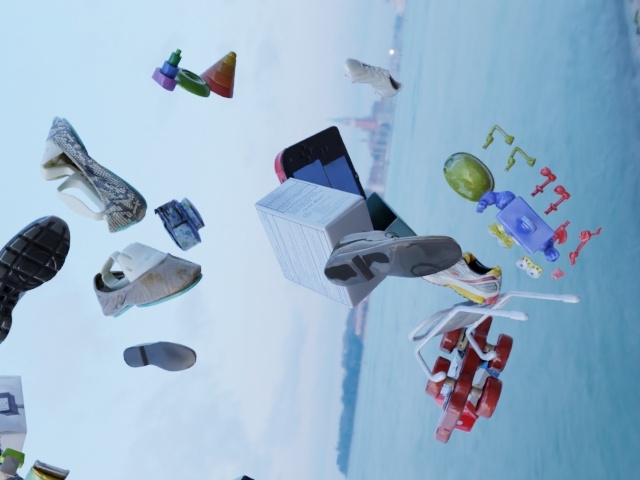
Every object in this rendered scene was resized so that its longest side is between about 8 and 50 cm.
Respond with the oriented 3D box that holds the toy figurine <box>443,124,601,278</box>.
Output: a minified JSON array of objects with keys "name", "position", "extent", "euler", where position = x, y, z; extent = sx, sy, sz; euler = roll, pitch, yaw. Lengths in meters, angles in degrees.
[{"name":"toy figurine","position":[0.423,-0.074,1.342],"extent":[0.191,0.362,0.217],"euler":[-41,-4,14]}]

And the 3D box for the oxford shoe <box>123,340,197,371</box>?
[{"name":"oxford shoe","position":[-0.388,0.278,1.608],"extent":[0.076,0.212,0.076],"euler":[-21,-72,-62]}]

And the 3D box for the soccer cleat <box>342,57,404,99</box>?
[{"name":"soccer cleat","position":[0.140,-0.442,1.717],"extent":[0.196,0.076,0.068],"euler":[21,-123,-40]}]

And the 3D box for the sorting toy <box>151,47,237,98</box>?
[{"name":"sorting toy","position":[-0.328,-0.481,1.791],"extent":[0.126,0.127,0.365],"euler":[-56,-11,20]}]

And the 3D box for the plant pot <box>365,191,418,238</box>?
[{"name":"plant pot","position":[0.226,-0.007,2.103],"extent":[0.165,0.234,0.166],"euler":[-47,40,11]}]

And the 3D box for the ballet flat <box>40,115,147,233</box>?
[{"name":"ballet flat","position":[-0.728,-0.197,1.943],"extent":[0.182,0.483,0.164],"euler":[-36,-21,-29]}]

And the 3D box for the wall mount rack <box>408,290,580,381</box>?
[{"name":"wall mount rack","position":[0.374,0.180,1.414],"extent":[0.130,0.350,0.304],"euler":[58,134,24]}]

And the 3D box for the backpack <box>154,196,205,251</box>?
[{"name":"backpack","position":[-0.303,-0.038,1.422],"extent":[0.114,0.084,0.105],"euler":[62,172,-7]}]

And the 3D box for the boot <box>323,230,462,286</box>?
[{"name":"boot","position":[0.155,0.015,1.385],"extent":[0.112,0.305,0.115],"euler":[60,-146,-36]}]

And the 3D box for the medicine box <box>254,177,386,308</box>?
[{"name":"medicine box","position":[0.000,0.000,1.705],"extent":[0.149,0.289,0.263],"euler":[-39,-52,-27]}]

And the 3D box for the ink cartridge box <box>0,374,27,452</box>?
[{"name":"ink cartridge box","position":[-0.898,0.519,1.803],"extent":[0.237,0.100,0.172],"euler":[49,123,50]}]

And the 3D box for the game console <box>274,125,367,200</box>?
[{"name":"game console","position":[0.027,-0.160,2.130],"extent":[0.342,0.060,0.386],"euler":[-33,-75,-42]}]

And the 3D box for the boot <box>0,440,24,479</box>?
[{"name":"boot","position":[-0.620,0.445,1.256],"extent":[0.091,0.229,0.263],"euler":[-25,-53,-44]}]

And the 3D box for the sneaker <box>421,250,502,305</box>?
[{"name":"sneaker","position":[0.295,0.054,1.419],"extent":[0.088,0.225,0.093],"euler":[-34,-39,-56]}]

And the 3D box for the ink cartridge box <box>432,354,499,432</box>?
[{"name":"ink cartridge box","position":[0.448,0.469,2.009],"extent":[0.078,0.134,0.231],"euler":[50,-119,-28]}]

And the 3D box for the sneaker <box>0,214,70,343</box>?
[{"name":"sneaker","position":[-0.527,0.059,1.078],"extent":[0.267,0.106,0.101],"euler":[-52,-47,-2]}]

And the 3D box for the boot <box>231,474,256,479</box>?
[{"name":"boot","position":[-0.193,0.757,1.631],"extent":[0.445,0.367,0.146],"euler":[-38,28,38]}]

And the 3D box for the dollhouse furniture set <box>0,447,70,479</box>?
[{"name":"dollhouse furniture set","position":[-0.470,0.374,0.989],"extent":[0.076,0.151,0.058],"euler":[-55,21,17]}]

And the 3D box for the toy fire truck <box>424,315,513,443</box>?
[{"name":"toy fire truck","position":[0.367,0.347,1.657],"extent":[0.254,0.169,0.302],"euler":[94,-161,-56]}]

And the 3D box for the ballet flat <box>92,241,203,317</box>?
[{"name":"ballet flat","position":[-0.362,0.070,1.269],"extent":[0.116,0.342,0.124],"euler":[-44,-74,-38]}]
